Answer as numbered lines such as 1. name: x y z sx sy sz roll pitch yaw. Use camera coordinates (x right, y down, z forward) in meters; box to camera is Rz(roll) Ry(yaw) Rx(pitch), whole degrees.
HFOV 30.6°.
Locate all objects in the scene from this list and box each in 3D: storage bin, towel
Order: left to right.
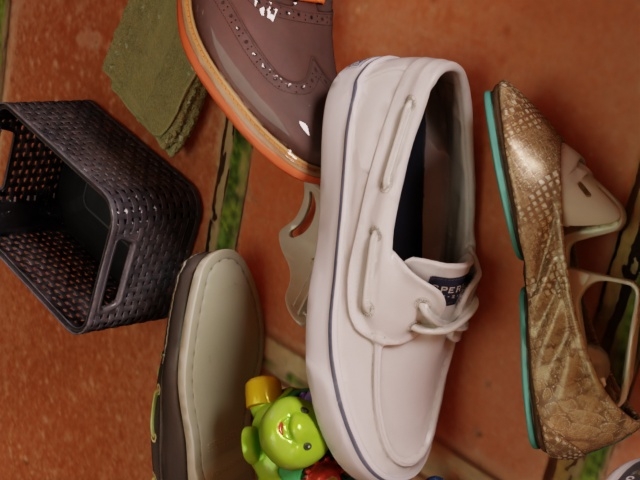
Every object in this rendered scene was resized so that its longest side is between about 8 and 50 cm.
1. storage bin: -0.187 -0.023 0.921 0.180 0.084 0.122 38 121 34
2. towel: -0.110 -0.148 0.864 0.110 0.027 0.148 48 128 30

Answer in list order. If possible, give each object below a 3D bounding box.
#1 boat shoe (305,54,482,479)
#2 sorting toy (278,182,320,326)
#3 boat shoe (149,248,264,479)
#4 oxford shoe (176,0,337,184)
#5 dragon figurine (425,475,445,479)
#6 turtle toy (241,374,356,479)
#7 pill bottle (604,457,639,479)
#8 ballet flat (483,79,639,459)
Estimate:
1. boat shoe: 0.049 0.021 0.681 0.084 0.095 0.258 4 100 49
2. sorting toy: 0.000 0.000 0.768 0.075 0.045 0.083 52 129 36
3. boat shoe: -0.089 0.114 0.843 0.068 0.081 0.228 11 107 40
4. oxford shoe: -0.033 -0.167 0.738 0.098 0.097 0.271 -32 74 37
5. dragon figurine: 0.058 0.285 0.717 0.144 0.085 0.289 31 116 38
6. turtle toy: -0.011 0.131 0.748 0.066 0.130 0.095 -11 70 17
7. pill bottle: 0.216 0.163 0.527 0.184 0.103 0.103 3 98 45
8. ballet flat: 0.134 0.012 0.626 0.067 0.073 0.206 -9 93 18
